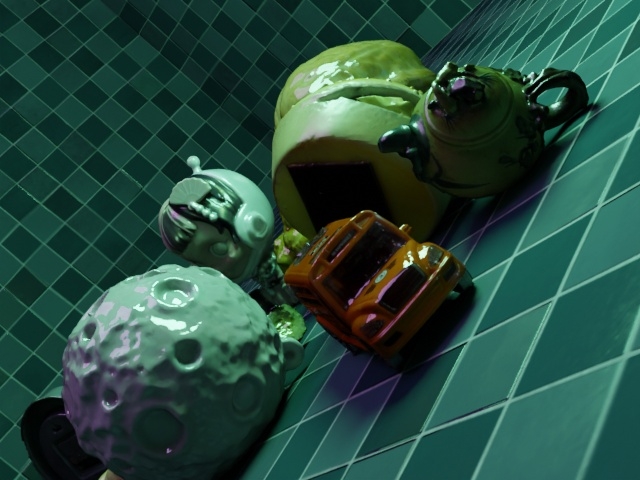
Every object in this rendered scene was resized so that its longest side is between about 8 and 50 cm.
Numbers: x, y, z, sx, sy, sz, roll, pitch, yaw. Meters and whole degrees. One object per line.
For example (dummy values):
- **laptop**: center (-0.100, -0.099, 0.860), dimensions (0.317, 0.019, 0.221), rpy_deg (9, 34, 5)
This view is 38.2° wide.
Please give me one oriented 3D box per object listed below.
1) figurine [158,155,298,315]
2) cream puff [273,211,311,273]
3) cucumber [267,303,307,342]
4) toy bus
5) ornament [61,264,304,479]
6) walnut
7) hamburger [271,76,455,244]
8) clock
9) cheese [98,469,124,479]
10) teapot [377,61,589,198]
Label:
- **figurine**: center (-0.166, 0.001, 1.914), dimensions (0.253, 0.361, 0.211), rpy_deg (-48, 17, 36)
- **cream puff**: center (-0.005, -0.003, 1.692), dimensions (0.194, 0.195, 0.221), rpy_deg (-47, 3, 13)
- **cucumber**: center (-0.121, 0.211, 1.627), dimensions (0.072, 0.081, 0.303), rpy_deg (-1, -29, -32)
- **toy bus**: center (0.054, 0.050, 1.130), dimensions (0.143, 0.153, 0.329), rpy_deg (-48, 7, -7)
- **ornament**: center (-0.224, 0.197, 1.384), dimensions (0.337, 0.337, 0.337), rpy_deg (-48, 7, 8)
- **walnut**: center (0.090, -0.240, 1.827), dimensions (0.344, 0.306, 0.306), rpy_deg (-24, 1, -16)
- **hamburger**: center (0.070, -0.109, 1.379), dimensions (0.300, 0.300, 0.176), rpy_deg (-40, 27, 48)
- **clock**: center (-0.462, 0.408, 1.819), dimensions (0.280, 0.280, 0.055), rpy_deg (-43, 3, 36)
- **cheese**: center (-0.293, 0.390, 1.592), dimensions (0.214, 0.117, 0.226), rpy_deg (-50, 1, 22)
- **teapot**: center (0.204, -0.155, 1.165), dimensions (0.269, 0.173, 0.182), rpy_deg (-19, -28, 10)
